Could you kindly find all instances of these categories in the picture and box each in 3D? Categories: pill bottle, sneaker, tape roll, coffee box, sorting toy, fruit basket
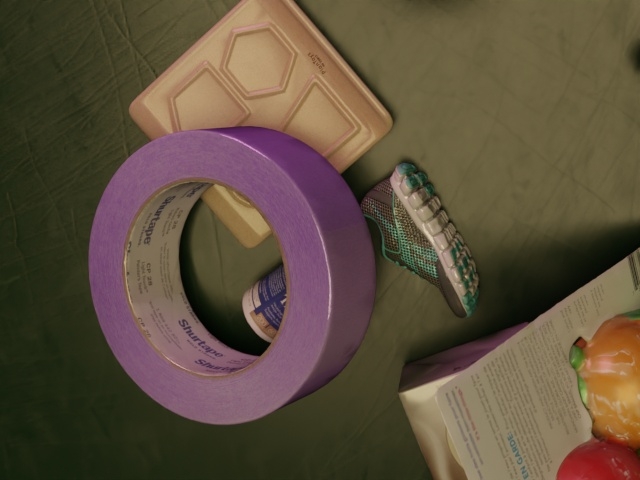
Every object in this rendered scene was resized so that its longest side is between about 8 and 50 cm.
[{"bbox_3d":[-0.016,0.048,1.134,0.120,0.067,0.067,-36,95,29],"label":"pill bottle"},{"bbox_3d":[0.099,0.008,1.140,0.076,0.065,0.167,-27,93,27],"label":"sneaker"},{"bbox_3d":[-0.088,0.030,1.082,0.274,0.090,0.275,4,99,29],"label":"tape roll"},{"bbox_3d":[0.188,0.226,1.141,0.141,0.098,0.247,-20,97,10],"label":"coffee box"},{"bbox_3d":[-0.060,-0.124,1.142,0.208,0.038,0.193,-40,93,17],"label":"sorting toy"},{"bbox_3d":[0.261,0.203,1.022,0.353,0.165,0.327,-28,99,-33],"label":"fruit basket"}]
